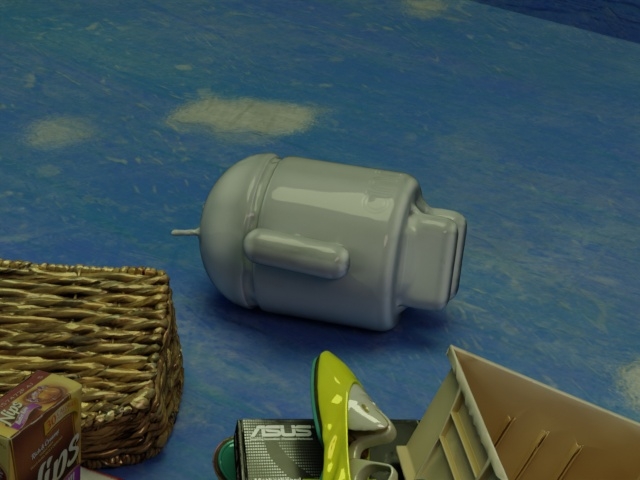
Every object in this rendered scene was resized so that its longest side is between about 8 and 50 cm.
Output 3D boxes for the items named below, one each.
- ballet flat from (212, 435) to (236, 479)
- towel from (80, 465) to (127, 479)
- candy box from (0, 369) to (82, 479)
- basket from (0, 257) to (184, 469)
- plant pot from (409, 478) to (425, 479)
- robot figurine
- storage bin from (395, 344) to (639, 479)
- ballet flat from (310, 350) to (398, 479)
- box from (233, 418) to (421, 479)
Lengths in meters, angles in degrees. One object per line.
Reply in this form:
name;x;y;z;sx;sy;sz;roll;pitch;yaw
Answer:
ballet flat;-0.002;0.244;1.544;0.221;0.077;0.079;10;-8;-4
towel;-0.205;0.318;1.399;0.237;0.037;0.329;11;26;15
candy box;-0.260;0.221;1.333;0.053;0.187;0.109;15;27;22
basket;-0.305;0.162;1.653;0.299;0.223;0.213;3;58;0
plant pot;-0.019;0.317;1.261;0.234;0.165;0.166;-2;31;-5
robot figurine;0.000;0.000;1.905;0.353;0.200;0.300;9;6;12
storage bin;0.226;0.250;1.375;0.262;0.123;0.260;24;20;-17
ballet flat;0.034;0.203;1.416;0.077;0.077;0.231;-13;52;20
box;0.017;0.257;1.452;0.190;0.045;0.184;2;53;-10
